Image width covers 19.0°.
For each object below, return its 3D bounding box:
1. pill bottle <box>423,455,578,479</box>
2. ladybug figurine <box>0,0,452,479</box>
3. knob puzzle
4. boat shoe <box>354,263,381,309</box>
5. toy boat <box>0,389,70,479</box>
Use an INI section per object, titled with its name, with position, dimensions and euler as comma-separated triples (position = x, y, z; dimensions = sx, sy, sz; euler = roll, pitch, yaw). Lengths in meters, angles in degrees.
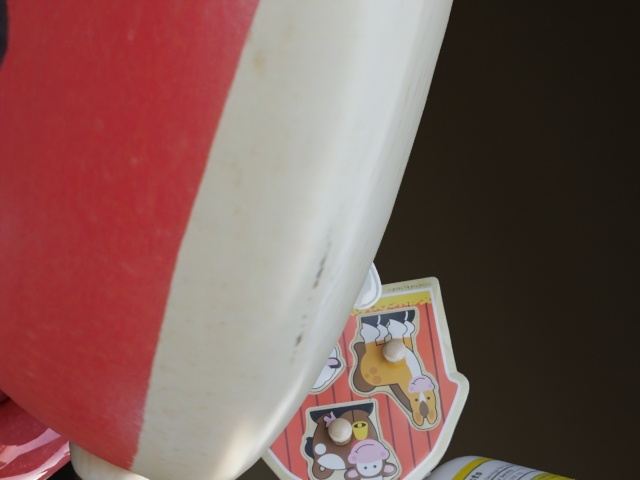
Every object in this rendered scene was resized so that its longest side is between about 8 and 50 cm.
[pill bottle]
position = 0.181, 0.295, 1.663
dimensions = 0.188, 0.334, 0.188
euler = -25, 120, -53
[ladybug figurine]
position = -0.054, -0.120, 0.700
dimensions = 0.305, 0.162, 0.449
euler = -136, -123, -72
[knob puzzle]
position = 0.026, 0.130, 1.556
dimensions = 0.030, 0.213, 0.213
euler = 78, 7, -68
[boat shoe]
position = 0.000, 0.000, 1.473
dimensions = 0.046, 0.125, 0.038
euler = -45, -173, 10
[toy boat]
position = -0.196, 0.018, 0.902
dimensions = 0.151, 0.231, 0.151
euler = -51, -179, -32
